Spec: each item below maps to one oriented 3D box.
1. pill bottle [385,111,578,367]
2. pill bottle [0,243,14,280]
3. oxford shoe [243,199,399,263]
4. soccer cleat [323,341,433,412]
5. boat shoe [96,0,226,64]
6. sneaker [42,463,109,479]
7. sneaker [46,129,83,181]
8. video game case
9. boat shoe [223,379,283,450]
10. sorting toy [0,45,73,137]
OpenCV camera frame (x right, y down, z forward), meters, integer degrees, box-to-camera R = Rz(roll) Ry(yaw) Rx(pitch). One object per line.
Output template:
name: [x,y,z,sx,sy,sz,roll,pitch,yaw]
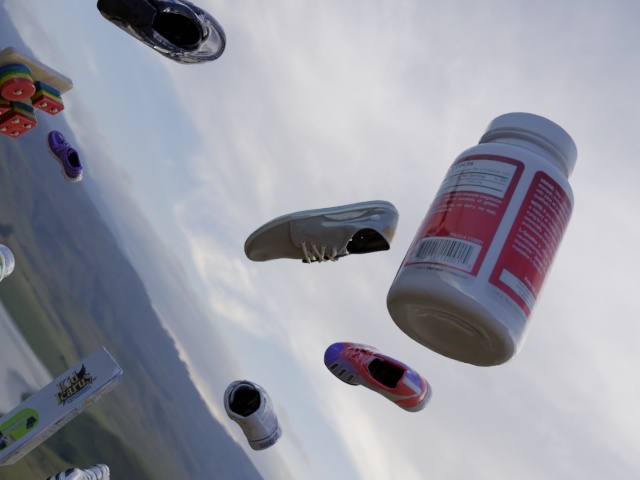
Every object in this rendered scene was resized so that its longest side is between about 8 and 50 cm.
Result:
pill bottle: [0.290,-0.013,1.248,0.229,0.408,0.229,24,-26,12]
pill bottle: [-0.807,0.064,1.701,0.118,0.117,0.208,57,13,0]
oxford shoe: [0.000,0.000,2.028,0.169,0.449,0.130,62,20,-57]
soccer cleat: [0.111,0.286,1.681,0.318,0.109,0.116,20,-23,47]
boat shoe: [-0.263,-0.398,1.436,0.158,0.127,0.340,35,15,27]
sneaker: [-0.385,0.441,1.194,0.229,0.086,0.132,82,-16,-76]
sneaker: [-0.699,-0.244,2.045,0.170,0.068,0.071,55,-46,16]
video game case: [-0.470,0.296,1.305,0.061,0.244,0.269,53,-22,3]
boat shoe: [-0.150,0.325,1.477,0.088,0.096,0.267,65,-8,-18]
sorting toy: [-0.864,-0.397,2.063,0.089,0.257,0.255,69,14,17]
